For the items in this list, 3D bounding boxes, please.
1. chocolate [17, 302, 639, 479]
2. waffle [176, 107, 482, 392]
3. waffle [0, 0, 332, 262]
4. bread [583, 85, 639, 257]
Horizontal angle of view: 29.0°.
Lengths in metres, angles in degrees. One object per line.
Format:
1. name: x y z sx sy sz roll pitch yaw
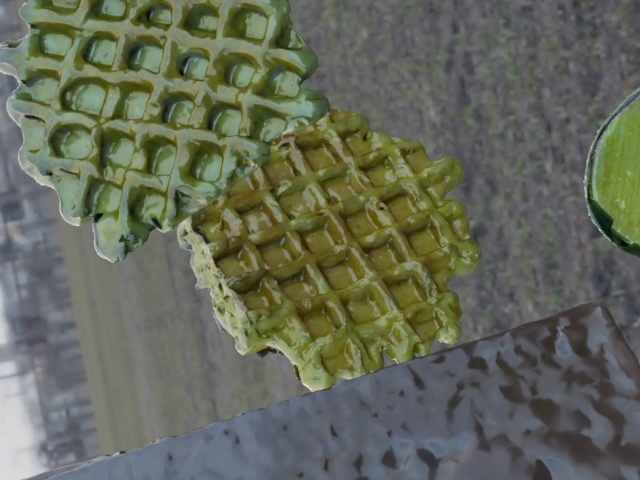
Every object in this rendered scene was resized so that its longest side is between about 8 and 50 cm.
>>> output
1. chocolate: 0.003 0.124 0.499 0.112 0.321 0.112 67 -173 -48
2. waffle: 0.000 0.002 1.167 0.060 0.307 0.312 98 -179 -54
3. waffle: -0.118 -0.112 0.846 0.204 0.223 0.054 58 -168 11
4. bread: 0.372 -0.078 1.234 0.033 0.228 0.228 -102 8 -59
